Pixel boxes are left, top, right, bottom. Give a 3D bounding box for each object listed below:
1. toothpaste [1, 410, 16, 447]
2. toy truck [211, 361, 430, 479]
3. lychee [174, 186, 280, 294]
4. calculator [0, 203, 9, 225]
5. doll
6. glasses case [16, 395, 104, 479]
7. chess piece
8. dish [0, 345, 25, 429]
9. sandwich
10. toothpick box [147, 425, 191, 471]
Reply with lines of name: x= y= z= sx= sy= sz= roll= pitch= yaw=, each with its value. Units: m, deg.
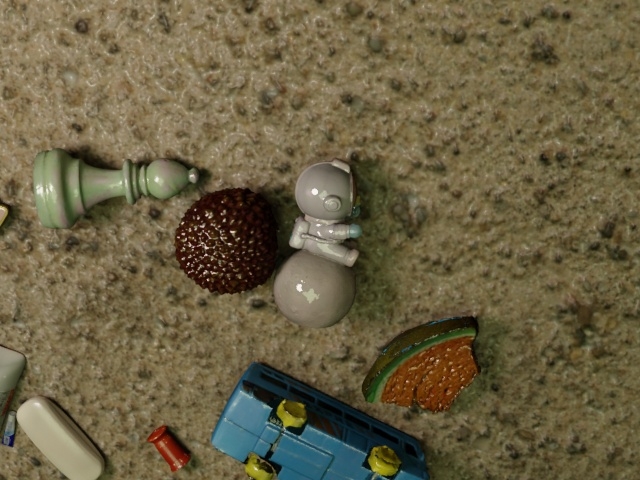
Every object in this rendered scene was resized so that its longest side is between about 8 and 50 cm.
toothpaste: x=-0.607 y=0.369 z=1.987 sx=0.024 sy=0.015 sz=0.083 roll=17 pitch=116 yaw=0
toy truck: x=0.006 y=0.370 z=1.826 sx=0.385 sy=0.162 sz=0.161 roll=26 pitch=110 yaw=-3
lychee: x=-0.158 y=0.004 z=1.705 sx=0.188 sy=0.188 sz=0.188 roll=2 pitch=110 yaw=7
calculator: x=-0.676 y=-0.039 z=1.843 sx=0.236 sy=0.033 sz=0.157 roll=-34 pitch=103 yaw=19
doll: x=0.000 y=0.000 z=1.712 sx=0.151 sy=0.151 sz=0.287 roll=9 pitch=106 yaw=4
glasses case: x=-0.498 y=0.385 z=1.956 sx=0.081 sy=0.051 sz=0.204 roll=-35 pitch=102 yaw=16
chess piece: x=-0.342 y=-0.098 z=1.741 sx=0.271 sy=0.139 sz=0.139 roll=-6 pitch=109 yaw=-3
dish: x=-0.667 y=0.289 z=1.932 sx=0.151 sy=0.077 sz=0.212 roll=25 pitch=110 yaw=-1
sandwich: x=0.192 y=0.211 z=1.796 sx=0.159 sy=0.079 sz=0.235 roll=31 pitch=114 yaw=-15
toothpick box: x=-0.289 y=0.394 z=1.935 sx=0.047 sy=0.047 sz=0.083 roll=-33 pitch=101 yaw=17
